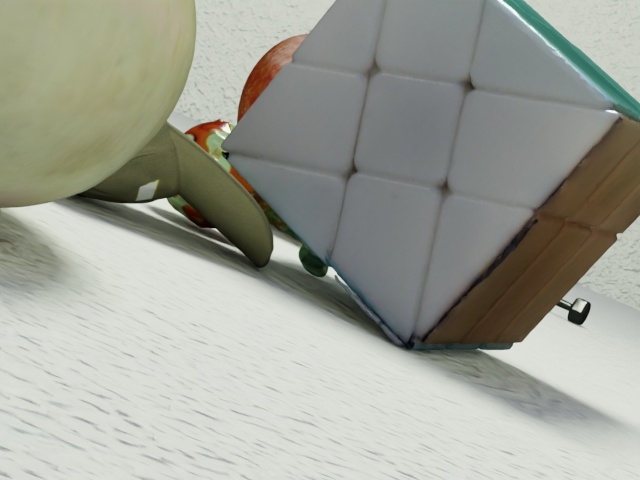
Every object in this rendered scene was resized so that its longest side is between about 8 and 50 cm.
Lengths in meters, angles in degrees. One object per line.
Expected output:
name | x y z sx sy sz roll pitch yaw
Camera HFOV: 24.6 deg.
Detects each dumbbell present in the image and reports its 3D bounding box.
dumbbell | 0.331 0.086 2.020 0.083 0.040 0.036 26 -25 23

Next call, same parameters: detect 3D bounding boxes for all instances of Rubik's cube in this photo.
Rubik's cube | 0.104 -0.069 1.098 0.231 0.221 0.224 47 16 21

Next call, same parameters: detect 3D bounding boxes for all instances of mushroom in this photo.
mushroom | -0.233 -0.176 0.723 0.325 0.353 0.353 -8 2 5

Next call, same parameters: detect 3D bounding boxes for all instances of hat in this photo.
hat | -0.127 -0.036 1.061 0.166 0.144 0.173 -145 -148 -77

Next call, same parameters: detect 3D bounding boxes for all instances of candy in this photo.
candy | 0.000 -0.001 1.182 0.287 0.084 0.078 32 -29 2

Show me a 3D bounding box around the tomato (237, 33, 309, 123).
tomato | 0.049 -0.094 1.496 0.270 0.227 0.270 7 23 -3
